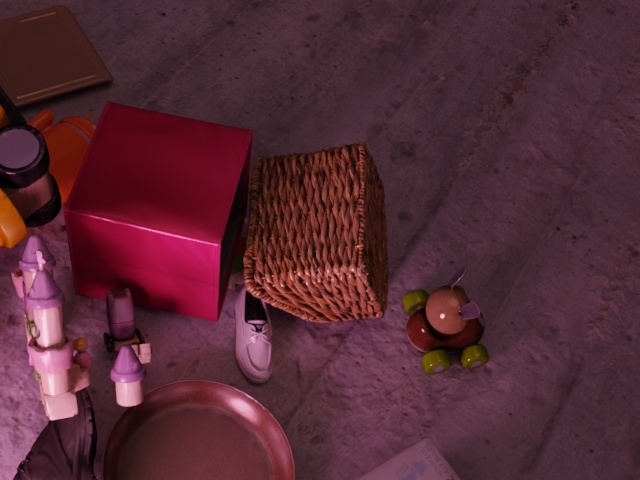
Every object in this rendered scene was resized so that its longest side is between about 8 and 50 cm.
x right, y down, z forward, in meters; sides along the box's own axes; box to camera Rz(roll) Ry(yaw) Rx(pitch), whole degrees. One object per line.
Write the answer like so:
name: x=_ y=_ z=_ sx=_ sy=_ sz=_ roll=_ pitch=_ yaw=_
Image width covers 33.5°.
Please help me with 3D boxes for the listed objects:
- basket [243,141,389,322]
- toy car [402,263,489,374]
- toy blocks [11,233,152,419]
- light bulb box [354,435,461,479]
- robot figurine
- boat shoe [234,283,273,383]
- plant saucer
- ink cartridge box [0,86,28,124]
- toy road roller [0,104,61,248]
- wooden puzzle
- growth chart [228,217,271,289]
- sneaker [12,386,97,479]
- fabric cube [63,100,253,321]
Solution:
basket: x=0.000 y=0.000 z=1.936 sx=0.223 sy=0.213 sz=0.299 roll=-8 pitch=57 yaw=13
toy car: x=0.244 y=0.126 z=1.905 sx=0.149 sy=0.188 sz=0.155 roll=-6 pitch=59 yaw=-19
toy blocks: x=-0.413 y=0.103 z=1.635 sx=0.308 sy=0.260 sz=0.288 roll=-8 pitch=19 yaw=-20
light bulb box: x=0.093 y=0.546 z=1.555 sx=0.361 sy=0.225 sz=0.358 roll=-25 pitch=67 yaw=-29
robot figurine: x=-0.472 y=-0.144 z=1.930 sx=0.158 sy=0.128 sz=0.219 roll=38 pitch=55 yaw=11
boat shoe: x=-0.113 y=0.158 z=1.863 sx=0.066 sy=0.063 sz=0.184 roll=5 pitch=55 yaw=-12
plant saucer: x=-0.195 y=0.372 z=1.704 sx=0.310 sy=0.050 sz=0.311 roll=7 pitch=55 yaw=-10
ink cartridge box: x=-0.680 y=-0.270 z=1.945 sx=0.165 sy=0.065 sz=0.333 roll=-35 pitch=84 yaw=-38
toy road roller: x=-0.595 y=-0.119 z=1.718 sx=0.329 sy=0.202 sz=0.240 roll=42 pitch=68 yaw=14
wooden puzzle: x=-0.564 y=-0.363 z=2.113 sx=0.238 sy=0.044 sz=0.221 roll=-20 pitch=63 yaw=-31
growth chart: x=-0.099 y=0.018 z=1.990 sx=0.237 sy=0.021 sz=0.172 roll=1 pitch=57 yaw=-14
sneaker: x=-0.405 y=0.333 z=1.629 sx=0.130 sy=0.109 sz=0.286 roll=-4 pitch=47 yaw=-10
fabric cube: x=-0.271 y=-0.045 z=1.829 sx=0.258 sy=0.259 sz=0.254 roll=10 pitch=55 yaw=0
